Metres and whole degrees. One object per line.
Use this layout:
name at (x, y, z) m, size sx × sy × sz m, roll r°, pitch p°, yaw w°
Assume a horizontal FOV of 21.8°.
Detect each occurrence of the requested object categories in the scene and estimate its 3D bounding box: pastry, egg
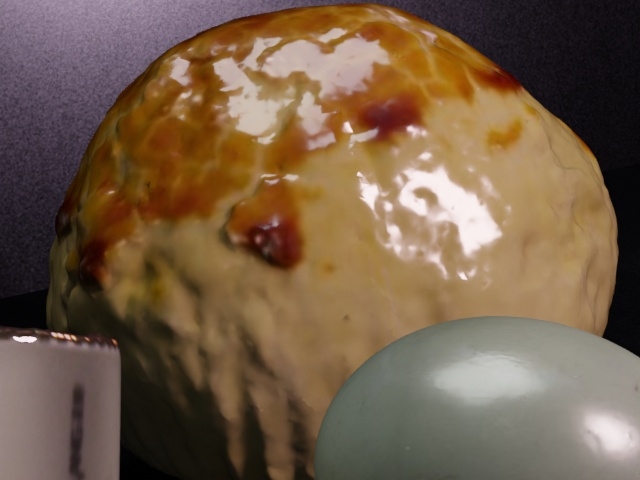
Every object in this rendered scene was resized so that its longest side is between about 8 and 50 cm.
pastry at (0.000, 0.000, 1.118) m, size 0.389 × 0.312 × 0.388 m, roll -5°, pitch 8°, yaw 1°
egg at (0.093, 0.111, 0.804) m, size 0.192 × 0.149 × 0.149 m, roll 6°, pitch 10°, yaw 5°

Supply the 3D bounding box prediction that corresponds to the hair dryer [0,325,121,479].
hair dryer at (-0.081, 0.148, 0.757) m, size 0.128 × 0.203 × 0.362 m, roll -4°, pitch -9°, yaw 32°
